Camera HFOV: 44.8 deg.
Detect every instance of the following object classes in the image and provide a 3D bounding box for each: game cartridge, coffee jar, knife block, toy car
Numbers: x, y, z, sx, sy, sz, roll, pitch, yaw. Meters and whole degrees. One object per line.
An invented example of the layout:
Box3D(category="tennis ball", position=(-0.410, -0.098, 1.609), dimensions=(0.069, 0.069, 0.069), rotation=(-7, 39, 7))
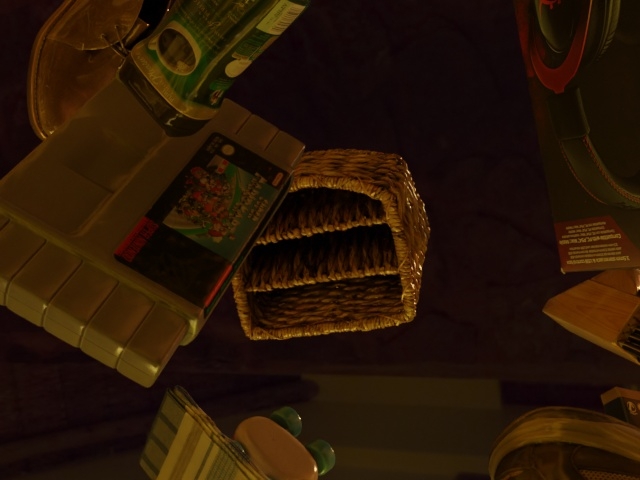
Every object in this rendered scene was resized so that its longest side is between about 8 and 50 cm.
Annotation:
Box3D(category="game cartridge", position=(-0.171, -0.044, 0.784), dimensions=(0.355, 0.230, 0.068), rotation=(-62, -2, -45))
Box3D(category="coffee jar", position=(-0.101, -0.184, 0.709), dimensions=(0.096, 0.184, 0.079), rotation=(50, -156, 9))
Box3D(category="knife block", position=(0.531, 0.165, 1.375), dimensions=(0.088, 0.276, 0.242), rotation=(35, -137, -21))
Box3D(category="toy car", position=(-0.126, 0.525, 1.692), dimensions=(0.219, 0.210, 0.238), rotation=(-21, -37, -49))

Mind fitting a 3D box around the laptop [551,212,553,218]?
Box3D(category="laptop", position=(0.518, -0.273, 1.311), dimensions=(0.236, 0.408, 0.382), rotation=(40, -103, -7))

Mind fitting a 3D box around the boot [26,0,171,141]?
Box3D(category="boot", position=(-0.294, -0.268, 1.047), dimensions=(0.112, 0.115, 0.305), rotation=(35, -107, -60))

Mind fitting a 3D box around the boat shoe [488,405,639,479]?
Box3D(category="boat shoe", position=(0.282, 0.227, 0.515), dimensions=(0.130, 0.356, 0.132), rotation=(-57, -28, -49))

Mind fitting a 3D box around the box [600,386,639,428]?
Box3D(category="box", position=(0.413, 0.289, 0.903), dimensions=(0.137, 0.036, 0.225), rotation=(14, -127, -23))

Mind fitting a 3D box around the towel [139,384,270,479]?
Box3D(category="towel", position=(-0.203, 0.415, 1.373), dimensions=(0.034, 0.285, 0.209), rotation=(-12, -46, -53))

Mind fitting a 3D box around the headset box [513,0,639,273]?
Box3D(category="headset box", position=(0.214, -0.107, 0.405), dimensions=(0.110, 0.218, 0.293), rotation=(-10, -90, -20))

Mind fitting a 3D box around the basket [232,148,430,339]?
Box3D(category="basket", position=(0.000, 0.000, 1.210), dimensions=(0.223, 0.299, 0.213), rotation=(-70, -35, -46))
